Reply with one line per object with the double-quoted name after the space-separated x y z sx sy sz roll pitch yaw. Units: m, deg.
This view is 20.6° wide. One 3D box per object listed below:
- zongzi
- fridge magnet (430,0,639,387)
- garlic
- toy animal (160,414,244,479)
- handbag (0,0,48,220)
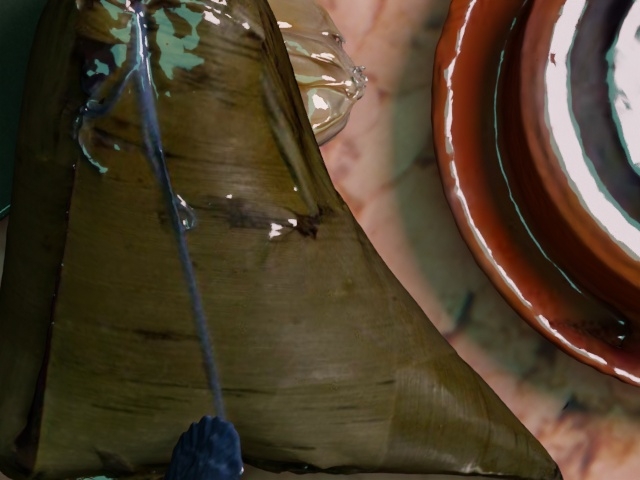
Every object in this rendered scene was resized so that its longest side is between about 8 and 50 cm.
0.000 0.000 1.024 0.360 0.160 0.323 8 113 -7 "zongzi"
0.249 -0.081 1.085 0.364 0.155 0.363 0 82 -3 "fridge magnet"
-0.020 -0.106 1.111 0.094 0.074 0.113 10 76 -9 "garlic"
-0.100 0.213 1.001 0.239 0.255 0.176 20 59 -23 "toy animal"
-0.217 -0.139 1.039 0.260 0.079 0.247 -37 122 -8 "handbag"
